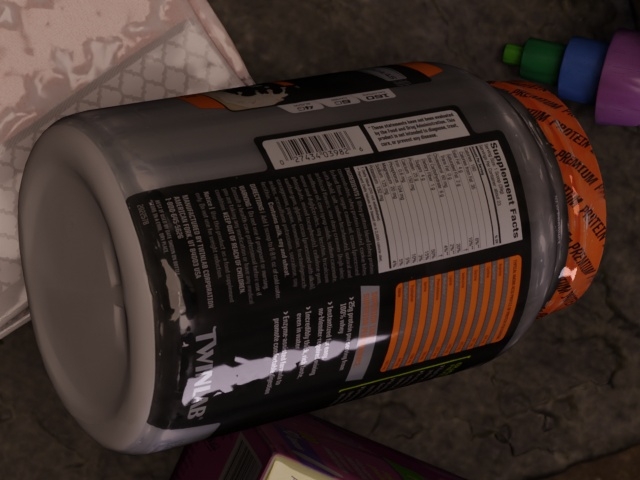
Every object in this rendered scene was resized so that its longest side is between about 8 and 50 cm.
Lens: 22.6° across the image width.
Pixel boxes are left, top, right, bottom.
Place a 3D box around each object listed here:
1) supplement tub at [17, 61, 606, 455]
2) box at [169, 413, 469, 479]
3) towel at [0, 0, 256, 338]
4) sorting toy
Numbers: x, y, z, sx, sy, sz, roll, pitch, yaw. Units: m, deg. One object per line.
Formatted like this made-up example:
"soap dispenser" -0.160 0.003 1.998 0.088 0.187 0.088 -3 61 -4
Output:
"supplement tub" 0.000 0.000 0.942 0.316 0.193 0.193 -11 99 -30
"box" 0.036 0.200 0.987 0.243 0.213 0.117 25 91 -13
"towel" -0.233 -0.101 0.982 0.332 0.053 0.317 -36 102 -7
"sorting toy" 0.194 -0.261 1.045 0.126 0.127 0.365 15 96 16
